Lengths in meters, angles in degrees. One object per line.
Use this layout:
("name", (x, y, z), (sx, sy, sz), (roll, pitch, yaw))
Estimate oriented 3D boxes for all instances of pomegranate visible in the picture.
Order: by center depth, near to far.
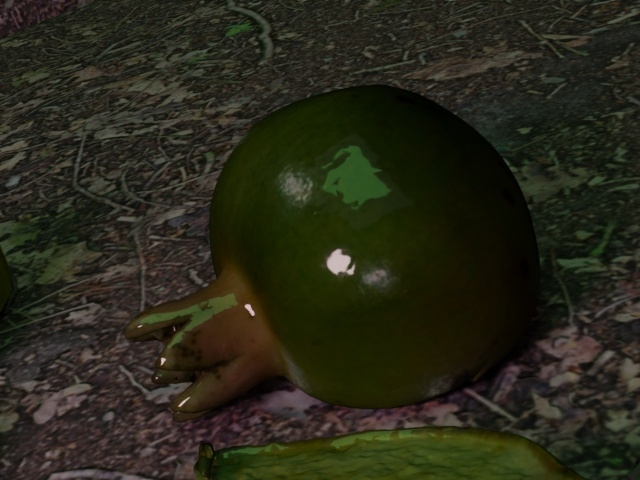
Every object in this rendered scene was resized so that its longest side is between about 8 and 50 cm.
("pomegranate", (0.000, 0.000, 0.986), (0.359, 0.216, 0.310), (-26, 30, -16))

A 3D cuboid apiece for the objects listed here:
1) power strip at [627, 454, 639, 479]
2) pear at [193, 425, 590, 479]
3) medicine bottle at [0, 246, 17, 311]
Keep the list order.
("power strip", (0.309, 0.104, 0.791), (0.109, 0.037, 0.279), (7, 34, 40))
("pear", (0.053, 0.198, 0.632), (0.255, 0.164, 0.238), (-12, 15, -1))
("medicine bottle", (-0.420, 0.067, 1.201), (0.141, 0.137, 0.250), (-13, 27, 8))
